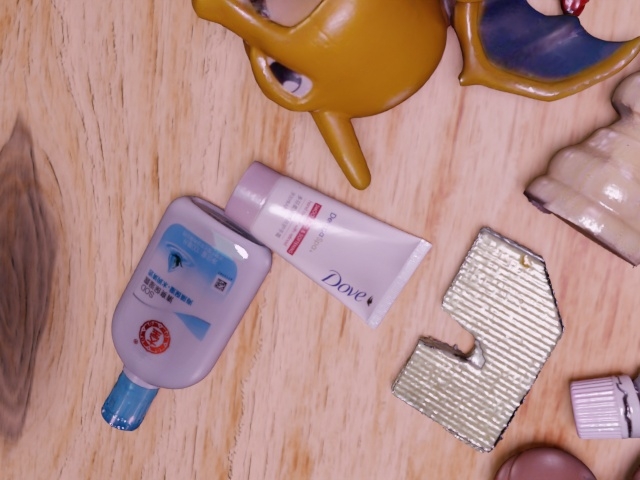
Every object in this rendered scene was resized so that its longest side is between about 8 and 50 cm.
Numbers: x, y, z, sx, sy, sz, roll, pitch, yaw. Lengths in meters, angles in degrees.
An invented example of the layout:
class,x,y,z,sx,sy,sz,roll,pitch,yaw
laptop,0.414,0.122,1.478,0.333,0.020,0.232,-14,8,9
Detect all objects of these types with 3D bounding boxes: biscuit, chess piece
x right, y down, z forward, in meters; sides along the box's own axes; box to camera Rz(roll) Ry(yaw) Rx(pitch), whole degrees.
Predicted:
class,x,y,z,sx,sy,sz,roll,pitch,yaw
biscuit,0.199,0.120,0.833,0.147,0.046,0.250,28,105,13
chess piece,0.344,-0.115,0.719,0.143,0.143,0.261,34,101,10

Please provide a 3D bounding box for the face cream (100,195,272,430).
class,x,y,z,sx,sy,sz,roll,pitch,yaw
face cream,-0.203,0.113,0.937,0.163,0.080,0.336,34,105,10

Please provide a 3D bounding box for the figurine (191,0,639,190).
class,x,y,z,sx,sy,sz,roll,pitch,yaw
figurine,0.105,-0.266,0.700,0.387,0.268,0.401,-39,90,15

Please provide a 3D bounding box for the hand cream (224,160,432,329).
class,x,y,z,sx,sy,sz,roll,pitch,yaw
hand cream,0.000,0.000,0.869,0.248,0.083,0.133,30,107,2

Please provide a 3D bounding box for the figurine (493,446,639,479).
class,x,y,z,sx,sy,sz,roll,pitch,yaw
figurine,0.344,0.437,0.750,0.277,0.248,0.388,-7,105,15

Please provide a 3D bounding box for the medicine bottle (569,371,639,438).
class,x,y,z,sx,sy,sz,roll,pitch,yaw
medicine bottle,0.387,0.180,0.765,0.203,0.083,0.083,-9,95,20
